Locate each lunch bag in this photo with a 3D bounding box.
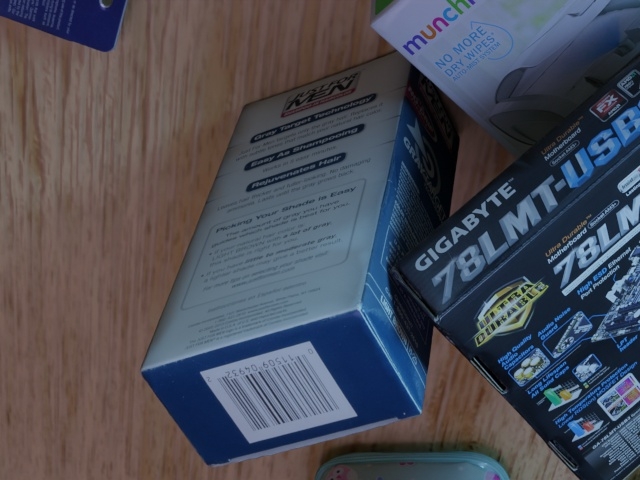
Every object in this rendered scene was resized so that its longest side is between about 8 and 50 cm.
[{"bbox_3d":[0.111,0.347,1.423,0.224,0.108,0.279,-5,127,10],"label":"lunch bag"}]

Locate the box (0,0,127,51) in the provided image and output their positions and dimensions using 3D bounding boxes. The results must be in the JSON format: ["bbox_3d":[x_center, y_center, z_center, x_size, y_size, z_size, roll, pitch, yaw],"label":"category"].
[{"bbox_3d":[-0.256,-0.247,1.081,0.225,0.036,0.136,20,128,-4],"label":"box"}]

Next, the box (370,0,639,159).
[{"bbox_3d":[0.210,-0.193,0.985,0.231,0.127,0.262,40,124,-21],"label":"box"}]

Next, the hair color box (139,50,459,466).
[{"bbox_3d":[0.000,0.000,1.025,0.174,0.347,0.105,-17,122,23],"label":"hair color box"}]

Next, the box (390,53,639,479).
[{"bbox_3d":[0.238,0.015,0.957,0.295,0.073,0.293,-42,133,3],"label":"box"}]
